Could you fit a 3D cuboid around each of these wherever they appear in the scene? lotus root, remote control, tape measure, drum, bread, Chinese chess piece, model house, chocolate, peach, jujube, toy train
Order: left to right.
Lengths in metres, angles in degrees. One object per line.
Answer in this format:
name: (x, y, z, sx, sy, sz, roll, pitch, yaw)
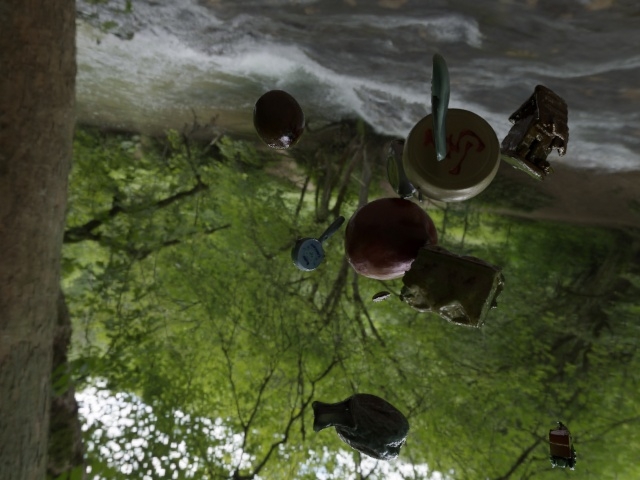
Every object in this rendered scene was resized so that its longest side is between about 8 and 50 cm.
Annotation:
chocolate: (-0.115, -0.342, 1.257, 0.176, 0.177, 0.177, 5, 178, 0)
drum: (0.007, 0.019, 1.532, 0.253, 0.130, 0.049, -29, -160, -31)
jujube: (0.203, 0.777, 1.823, 0.307, 0.216, 0.246, 23, -158, 22)
lotus root: (0.267, 0.245, 1.923, 0.083, 0.030, 0.037, -19, 146, 6)
peach: (0.241, -0.006, 1.491, 0.307, 0.308, 0.332, 7, 169, -38)
tape measure: (0.295, -0.241, 1.500, 0.105, 0.179, 0.196, -11, 142, -7)
remote control: (0.294, -0.323, 1.068, 0.045, 0.256, 0.097, 2, -153, 19)
Chinese chess piece: (0.366, -0.239, 1.231, 0.273, 0.274, 0.102, 5, 169, 10)
bread: (0.379, 0.130, 1.257, 0.252, 0.196, 0.238, 24, -165, 27)
model house: (0.645, -0.308, 1.275, 0.199, 0.229, 0.220, 21, -161, -15)
toy train: (0.747, 0.627, 1.345, 0.074, 0.119, 0.175, -5, 176, 32)

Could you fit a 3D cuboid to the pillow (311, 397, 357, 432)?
pillow: (0.041, 0.532, 1.329, 0.135, 0.091, 0.055, -7, 165, 3)
